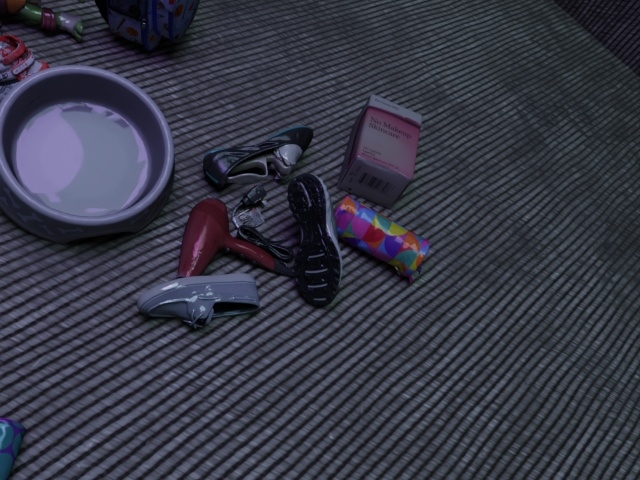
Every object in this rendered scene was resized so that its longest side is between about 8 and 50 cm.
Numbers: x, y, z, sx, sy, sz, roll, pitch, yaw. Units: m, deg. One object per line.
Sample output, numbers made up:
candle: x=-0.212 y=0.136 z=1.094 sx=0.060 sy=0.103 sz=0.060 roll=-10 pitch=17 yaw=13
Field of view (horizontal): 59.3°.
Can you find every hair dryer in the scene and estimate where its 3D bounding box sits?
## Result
hair dryer: x=-0.167 y=0.003 z=1.131 sx=0.294 sy=0.080 sz=0.223 roll=-28 pitch=73 yaw=-34

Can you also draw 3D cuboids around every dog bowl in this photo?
dog bowl: x=-0.437 y=-0.166 z=1.052 sx=0.349 sy=0.102 sz=0.348 roll=6 pitch=76 yaw=-26

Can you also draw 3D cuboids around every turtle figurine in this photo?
turtle figurine: x=-0.643 y=-0.503 z=1.195 sx=0.267 sy=0.275 sz=0.197 roll=-3 pitch=97 yaw=-31

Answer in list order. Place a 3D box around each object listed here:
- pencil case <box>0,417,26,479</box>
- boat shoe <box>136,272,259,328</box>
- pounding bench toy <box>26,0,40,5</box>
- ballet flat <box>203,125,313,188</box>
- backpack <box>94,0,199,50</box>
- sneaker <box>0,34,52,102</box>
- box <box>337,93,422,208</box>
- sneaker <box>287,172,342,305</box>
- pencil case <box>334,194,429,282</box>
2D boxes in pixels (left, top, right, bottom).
pencil case: x=-0.477 y=0.330 z=0.791 sx=0.070 sy=0.064 sz=0.151 roll=28 pitch=49 yaw=-25
boat shoe: x=-0.216 y=0.116 z=1.035 sx=0.228 sy=0.079 sz=0.081 roll=-7 pitch=57 yaw=-30
pounding bench toy: x=-0.696 y=-0.604 z=1.325 sx=0.065 sy=0.052 sz=0.083 roll=0 pitch=59 yaw=-23
ballet flat: x=-0.123 y=-0.176 z=1.262 sx=0.281 sy=0.095 sz=0.096 roll=-22 pitch=64 yaw=-23
backpack: x=-0.390 y=-0.587 z=1.313 sx=0.213 sy=0.263 sz=0.276 roll=32 pitch=59 yaw=-10
sneaker: x=-0.554 y=-0.320 z=1.114 sx=0.271 sy=0.144 sz=0.090 roll=2 pitch=49 yaw=-13
box: x=0.149 y=-0.220 z=1.384 sx=0.149 sy=0.126 sz=0.232 roll=21 pitch=53 yaw=-9
sneaker: x=0.000 y=0.000 z=1.167 sx=0.101 sy=0.108 sz=0.271 roll=-7 pitch=85 yaw=17
pencil case: x=0.129 y=-0.006 z=1.254 sx=0.237 sy=0.104 sz=0.104 roll=32 pitch=52 yaw=-1
